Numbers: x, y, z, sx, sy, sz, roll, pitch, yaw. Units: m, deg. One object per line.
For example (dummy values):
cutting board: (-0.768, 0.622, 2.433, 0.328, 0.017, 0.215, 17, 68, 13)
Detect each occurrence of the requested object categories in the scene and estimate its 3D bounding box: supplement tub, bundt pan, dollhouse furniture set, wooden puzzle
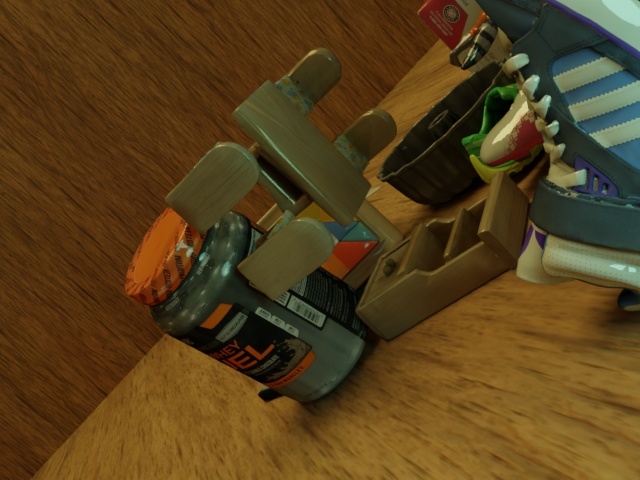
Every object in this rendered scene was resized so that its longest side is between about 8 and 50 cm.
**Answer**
supplement tub: (-0.108, 0.090, 1.056, 0.207, 0.338, 0.207, -39, 31, 30)
bundt pan: (0.269, -0.194, 1.357, 0.331, 0.124, 0.331, -43, 11, 11)
dollhouse furniture set: (0.063, -0.084, 0.988, 0.256, 0.394, 0.362, -38, 13, 36)
wooden puzzle: (0.000, 0.000, 1.285, 0.239, 0.221, 0.044, -45, -6, -8)

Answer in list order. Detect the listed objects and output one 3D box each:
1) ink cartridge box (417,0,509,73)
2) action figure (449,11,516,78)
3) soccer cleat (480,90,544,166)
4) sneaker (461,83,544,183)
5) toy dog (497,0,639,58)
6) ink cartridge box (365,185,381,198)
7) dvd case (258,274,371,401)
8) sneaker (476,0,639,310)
ink cartridge box: (0.471, -0.596, 1.659, 0.384, 0.279, 0.160, -38, 12, 36)
action figure: (0.431, -0.479, 1.421, 0.341, 0.178, 0.330, 41, 118, 47)
soccer cleat: (0.353, -0.245, 1.042, 0.331, 0.143, 0.116, -36, 9, -2)
sneaker: (0.349, -0.226, 1.158, 0.295, 0.123, 0.109, -48, 11, -18)
toy dog: (0.297, -0.267, 0.726, 0.284, 0.408, 0.395, -41, 11, 26)
ink cartridge box: (0.002, 0.046, 1.413, 0.353, 0.119, 0.207, -39, 6, -6)
dvd case: (-0.004, 0.180, 1.286, 0.180, 0.022, 0.253, -32, 17, 50)
sneaker: (0.208, -0.078, 0.596, 0.236, 0.322, 0.130, -57, -4, 20)
